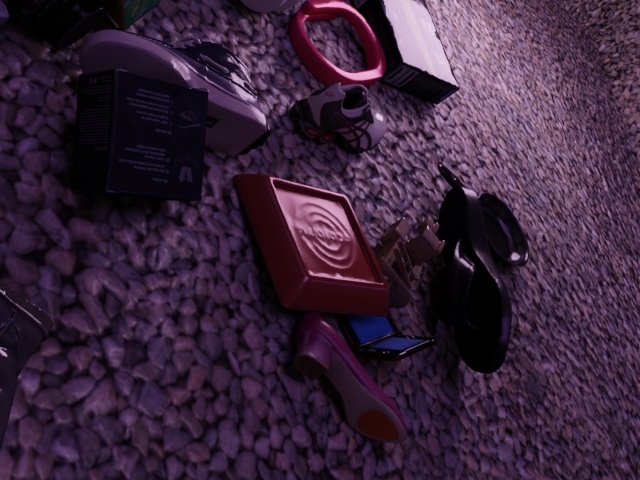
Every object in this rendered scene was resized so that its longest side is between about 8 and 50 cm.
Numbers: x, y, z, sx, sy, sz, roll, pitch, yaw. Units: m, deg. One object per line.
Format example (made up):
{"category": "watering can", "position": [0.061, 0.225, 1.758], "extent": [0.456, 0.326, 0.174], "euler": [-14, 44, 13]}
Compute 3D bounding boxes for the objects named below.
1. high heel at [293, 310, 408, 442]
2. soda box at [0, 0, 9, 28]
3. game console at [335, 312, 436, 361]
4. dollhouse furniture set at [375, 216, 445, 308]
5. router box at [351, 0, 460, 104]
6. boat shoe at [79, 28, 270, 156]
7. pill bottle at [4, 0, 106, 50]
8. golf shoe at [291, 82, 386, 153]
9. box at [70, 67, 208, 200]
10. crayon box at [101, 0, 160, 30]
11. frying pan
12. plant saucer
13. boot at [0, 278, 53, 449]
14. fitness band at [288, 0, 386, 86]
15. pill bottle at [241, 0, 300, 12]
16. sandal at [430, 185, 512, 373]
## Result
{"category": "high heel", "position": [0.052, 0.213, 1.233], "extent": [0.244, 0.082, 0.117], "euler": [39, 31, -16]}
{"category": "soda box", "position": [-0.488, -0.298, 0.977], "extent": [0.183, 0.058, 0.063], "euler": [-6, 68, -52]}
{"category": "game console", "position": [0.113, 0.146, 1.345], "extent": [0.144, 0.124, 0.085], "euler": [-11, 98, -53]}
{"category": "dollhouse furniture set", "position": [0.188, 0.018, 1.464], "extent": [0.101, 0.161, 0.182], "euler": [51, 36, -9]}
{"category": "router box", "position": [0.204, -0.509, 1.962], "extent": [0.242, 0.081, 0.309], "euler": [10, 56, -46]}
{"category": "boat shoe", "position": [-0.228, -0.260, 1.227], "extent": [0.340, 0.127, 0.158], "euler": [27, 37, -47]}
{"category": "pill bottle", "position": [-0.403, -0.376, 1.085], "extent": [0.219, 0.122, 0.123], "euler": [49, 35, -11]}
{"category": "golf shoe", "position": [0.069, -0.245, 1.563], "extent": [0.272, 0.120, 0.105], "euler": [-5, 66, -53]}
{"category": "box", "position": [-0.242, -0.137, 1.068], "extent": [0.156, 0.093, 0.158], "euler": [4, 90, -49]}
{"category": "crayon box", "position": [-0.306, -0.415, 1.124], "extent": [0.165, 0.081, 0.278], "euler": [50, -9, -10]}
{"category": "frying pan", "position": [0.379, -0.039, 1.838], "extent": [0.326, 0.053, 0.197], "euler": [19, 50, -39]}
{"category": "plant saucer", "position": [0.000, 0.000, 1.318], "extent": [0.258, 0.047, 0.259], "euler": [10, 48, -46]}
{"category": "boot", "position": [-0.375, 0.127, 0.786], "extent": [0.189, 0.076, 0.209], "euler": [38, 46, -23]}
{"category": "fitness band", "position": [0.041, -0.428, 1.733], "extent": [0.290, 0.054, 0.209], "euler": [-26, 87, -54]}
{"category": "pill bottle", "position": [-0.076, -0.557, 1.599], "extent": [0.152, 0.152, 0.272], "euler": [48, 37, -14]}
{"category": "sandal", "position": [0.269, 0.072, 1.559], "extent": [0.107, 0.168, 0.446], "euler": [11, 44, -16]}
